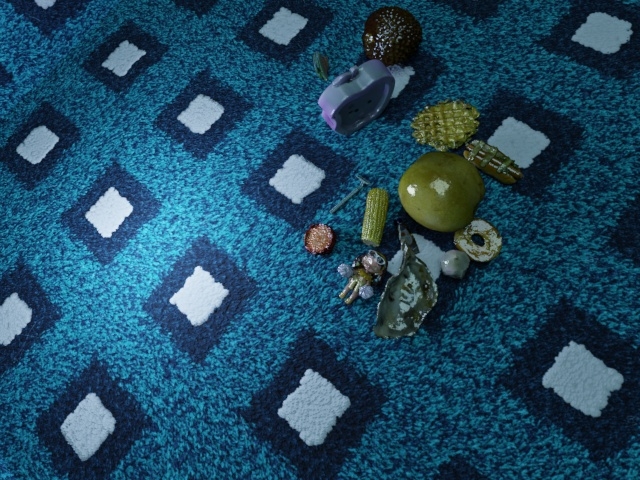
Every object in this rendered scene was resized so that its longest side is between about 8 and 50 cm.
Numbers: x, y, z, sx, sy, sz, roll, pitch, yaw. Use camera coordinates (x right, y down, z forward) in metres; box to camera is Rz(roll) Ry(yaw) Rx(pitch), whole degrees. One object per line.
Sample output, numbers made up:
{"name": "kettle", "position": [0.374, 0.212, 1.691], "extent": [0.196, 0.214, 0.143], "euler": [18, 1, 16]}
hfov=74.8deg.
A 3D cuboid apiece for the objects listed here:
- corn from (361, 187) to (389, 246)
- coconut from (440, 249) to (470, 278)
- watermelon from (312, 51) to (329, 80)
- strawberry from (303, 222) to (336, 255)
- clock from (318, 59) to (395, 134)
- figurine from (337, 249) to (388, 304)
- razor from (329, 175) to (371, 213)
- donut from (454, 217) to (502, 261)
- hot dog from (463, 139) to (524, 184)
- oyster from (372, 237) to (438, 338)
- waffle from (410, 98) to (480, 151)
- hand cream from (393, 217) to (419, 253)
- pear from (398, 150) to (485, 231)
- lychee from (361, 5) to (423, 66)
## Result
{"name": "corn", "position": [0.226, -0.098, 1.718], "extent": [0.094, 0.093, 0.243], "euler": [6, 74, 13]}
{"name": "coconut", "position": [0.510, 0.088, 1.579], "extent": [0.110, 0.124, 0.110], "euler": [-4, 69, 12]}
{"name": "watermelon", "position": [0.003, -0.853, 2.031], "extent": [0.080, 0.101, 0.154], "euler": [-1, 81, -1]}
{"name": "strawberry", "position": [0.000, 0.000, 1.733], "extent": [0.145, 0.086, 0.145], "euler": [-4, 69, 10]}
{"name": "clock", "position": [0.157, -0.603, 1.782], "extent": [0.339, 0.338, 0.102], "euler": [-33, 74, -1]}
{"name": "figurine", "position": [0.166, 0.143, 1.637], "extent": [0.175, 0.116, 0.240], "euler": [42, 90, 23]}
{"name": "razor", "position": [0.120, -0.189, 1.806], "extent": [0.211, 0.036, 0.084], "euler": [-45, 45, 1]}
{"name": "donut", "position": [0.610, 0.005, 1.623], "extent": [0.162, 0.065, 0.178], "euler": [-32, 69, 5]}
{"name": "hot dog", "position": [0.707, -0.322, 1.709], "extent": [0.270, 0.072, 0.109], "euler": [39, 85, 21]}
{"name": "oyster", "position": [0.339, 0.202, 1.600], "extent": [0.205, 0.111, 0.395], "euler": [22, 78, 1]}
{"name": "waffle", "position": [0.538, -0.508, 1.810], "extent": [0.262, 0.060, 0.280], "euler": [39, 83, 20]}
{"name": "hand cream", "position": [0.344, -0.015, 1.697], "extent": [0.062, 0.039, 0.163], "euler": [-18, 70, -12]}
{"name": "pear", "position": [0.460, -0.188, 1.595], "extent": [0.315, 0.314, 0.314], "euler": [-3, 71, 10]}
{"name": "lychee", "position": [0.330, -0.926, 1.904], "extent": [0.268, 0.267, 0.267], "euler": [-3, 71, 10]}
